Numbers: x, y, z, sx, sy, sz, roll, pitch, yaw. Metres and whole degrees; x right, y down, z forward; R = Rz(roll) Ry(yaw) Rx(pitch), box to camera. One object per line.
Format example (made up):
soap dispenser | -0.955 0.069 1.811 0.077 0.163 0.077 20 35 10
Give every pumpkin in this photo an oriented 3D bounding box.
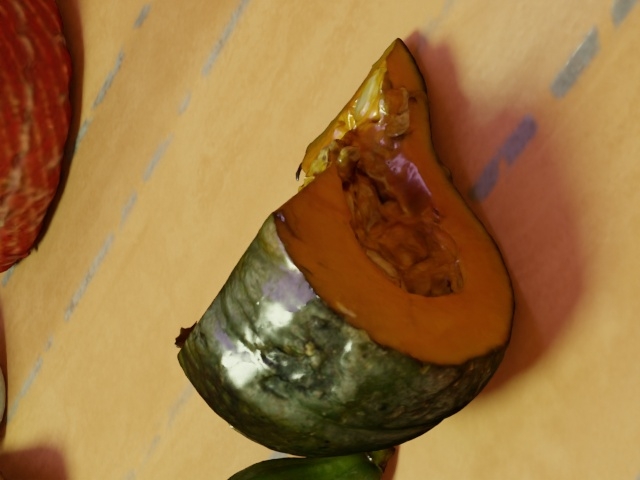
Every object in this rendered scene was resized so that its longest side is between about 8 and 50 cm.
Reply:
pumpkin | -0.001 0.001 0.966 0.139 0.190 0.280 -51 48 40

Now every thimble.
thimble | -0.403 -0.135 1.504 0.350 0.230 0.350 -4 85 53

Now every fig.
fig | -0.020 0.197 1.059 0.177 0.117 0.117 -48 49 27

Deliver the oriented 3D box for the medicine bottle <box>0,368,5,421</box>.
medicine bottle | -0.464 0.169 1.611 0.273 0.165 0.165 -11 78 51

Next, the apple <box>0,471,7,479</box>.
apple | -0.382 0.342 1.472 0.346 0.179 0.254 -24 55 46
